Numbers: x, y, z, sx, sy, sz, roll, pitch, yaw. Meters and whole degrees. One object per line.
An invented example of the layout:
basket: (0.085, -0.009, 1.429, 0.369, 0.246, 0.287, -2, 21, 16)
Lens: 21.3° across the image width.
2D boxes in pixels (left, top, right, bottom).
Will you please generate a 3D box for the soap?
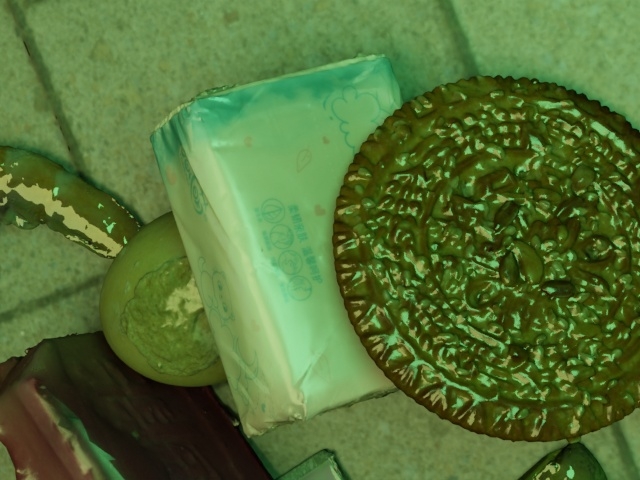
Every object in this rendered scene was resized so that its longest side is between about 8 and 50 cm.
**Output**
soap: (-0.158, 0.219, 1.537, 0.127, 0.220, 0.325, -44, 76, 25)

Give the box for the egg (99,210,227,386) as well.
egg: (-0.107, 0.049, 1.491, 0.201, 0.164, 0.164, -24, 94, 38)

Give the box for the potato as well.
potato: (0.189, 0.269, 1.483, 0.119, 0.054, 0.198, 35, 116, 14)

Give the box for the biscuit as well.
biscuit: (0.156, 0.007, 1.312, 0.305, 0.305, 0.038, 43, 157, 8)

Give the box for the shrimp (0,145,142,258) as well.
shrimp: (-0.303, -0.003, 1.632, 0.287, 0.068, 0.185, -19, 100, 18)

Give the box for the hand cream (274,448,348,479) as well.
hand cream: (0.051, 0.325, 1.572, 0.079, 0.050, 0.275, -33, 85, 1)

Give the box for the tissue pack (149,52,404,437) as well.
tissue pack: (-0.002, 0.001, 1.374, 0.124, 0.201, 0.271, -32, 76, 67)
